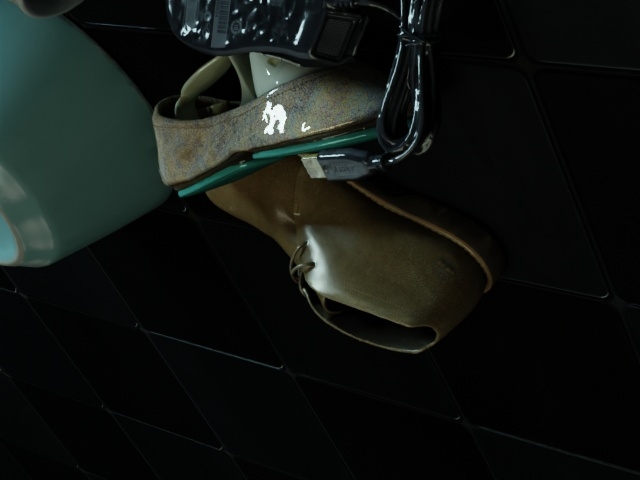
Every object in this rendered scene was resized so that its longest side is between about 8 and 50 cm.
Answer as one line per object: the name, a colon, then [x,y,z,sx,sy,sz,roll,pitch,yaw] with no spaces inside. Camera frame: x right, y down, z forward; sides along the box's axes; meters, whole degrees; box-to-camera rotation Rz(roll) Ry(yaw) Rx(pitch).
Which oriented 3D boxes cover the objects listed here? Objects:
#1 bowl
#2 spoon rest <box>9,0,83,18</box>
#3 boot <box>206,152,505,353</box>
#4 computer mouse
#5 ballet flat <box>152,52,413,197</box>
bowl: [-0.315,-0.090,1.443,0.312,0.163,0.311,28,152,17]
spoon rest: [-0.231,-0.269,1.159,0.137,0.084,0.276,33,153,11]
boot: [0.000,0.000,1.257,0.305,0.115,0.112,23,152,31]
computer mouse: [-0.006,-0.136,1.043,0.262,0.060,0.184,5,95,39]
ballet flat: [-0.043,-0.109,1.158,0.316,0.108,0.106,-13,93,49]
